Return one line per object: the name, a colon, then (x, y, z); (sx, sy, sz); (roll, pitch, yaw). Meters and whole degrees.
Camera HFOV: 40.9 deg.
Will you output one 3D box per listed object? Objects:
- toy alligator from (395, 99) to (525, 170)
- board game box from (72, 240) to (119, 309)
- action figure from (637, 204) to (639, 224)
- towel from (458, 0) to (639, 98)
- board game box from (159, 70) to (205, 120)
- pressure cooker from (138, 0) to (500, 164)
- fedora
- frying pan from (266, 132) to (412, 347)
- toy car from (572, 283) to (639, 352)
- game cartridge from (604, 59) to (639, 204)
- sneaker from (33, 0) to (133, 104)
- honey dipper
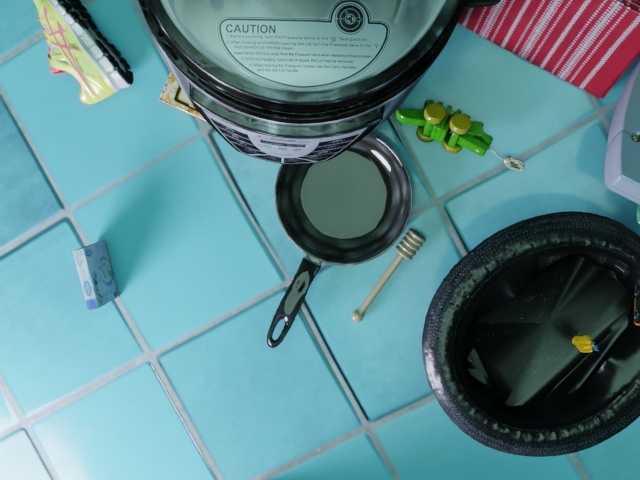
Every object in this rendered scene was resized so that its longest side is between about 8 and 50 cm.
toy alligator: (0.197, -0.152, 1.175); (0.189, 0.056, 0.051); (23, 61, 6)
board game box: (-0.332, 0.050, 1.274); (0.020, 0.090, 0.090); (-12, 96, 8)
action figure: (0.452, -0.072, 1.079); (0.137, 0.063, 0.232); (25, 66, 8)
towel: (0.277, -0.289, 1.076); (0.274, 0.199, 0.031); (30, 73, 5)
board game box: (-0.113, -0.227, 1.218); (0.193, 0.045, 0.147); (26, 102, 5)
pressure cooker: (-0.028, -0.298, 0.966); (0.370, 0.420, 0.375); (-42, 91, -4)
fedora: (0.294, 0.117, 1.138); (0.333, 0.152, 0.334); (0, 94, 2)
frying pan: (0.029, 0.000, 1.224); (0.197, 0.053, 0.327); (5, 101, 9)
toy car: (0.367, 0.096, 1.050); (0.122, 0.060, 0.040); (-21, 139, 19)
game cartridge: (0.469, -0.150, 1.053); (0.198, 0.062, 0.297); (27, 67, 9)
sneaker: (-0.368, -0.286, 1.238); (0.094, 0.081, 0.209); (-36, 91, 15)
honey dipper: (0.093, 0.054, 1.231); (0.030, 0.030, 0.161); (36, 104, 3)
